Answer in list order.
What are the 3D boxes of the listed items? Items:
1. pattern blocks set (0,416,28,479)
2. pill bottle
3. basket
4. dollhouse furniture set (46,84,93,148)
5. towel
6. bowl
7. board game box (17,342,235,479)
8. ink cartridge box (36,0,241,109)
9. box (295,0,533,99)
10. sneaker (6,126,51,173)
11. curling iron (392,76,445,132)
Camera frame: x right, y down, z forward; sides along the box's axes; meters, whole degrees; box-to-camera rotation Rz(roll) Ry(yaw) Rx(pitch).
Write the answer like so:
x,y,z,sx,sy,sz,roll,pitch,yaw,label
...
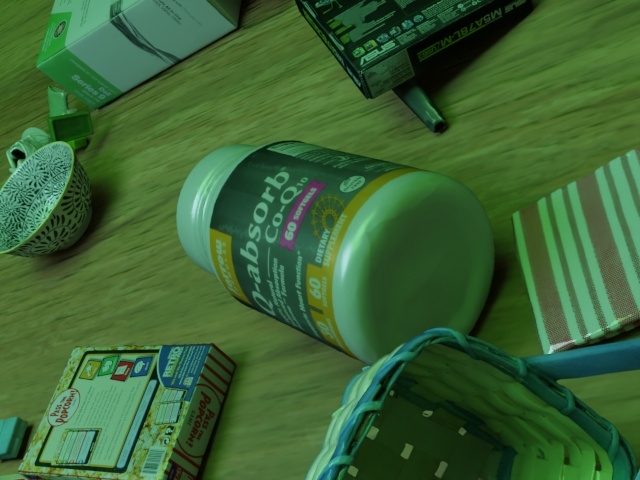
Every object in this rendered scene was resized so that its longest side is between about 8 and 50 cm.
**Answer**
x,y,z,sx,sy,sz,roll,pitch,yaw,label
-0.332,0.331,1.009,0.285,0.026,0.325,-7,55,41,pattern blocks set
0.000,0.000,0.844,0.278,0.162,0.162,18,74,50,pill bottle
0.090,0.174,0.561,0.255,0.201,0.289,-62,9,-13,basket
-0.381,-0.171,1.406,0.058,0.076,0.151,-18,26,-28,dollhouse furniture set
0.239,-0.002,0.724,0.197,0.029,0.144,-29,43,28,towel
-0.354,-0.038,1.283,0.170,0.080,0.170,-26,44,28,bowl
-0.191,0.174,0.959,0.193,0.045,0.147,-4,53,34,board game box
-0.248,-0.345,1.391,0.289,0.121,0.211,-21,47,31,ink cartridge box
0.087,-0.248,0.994,0.190,0.045,0.184,-30,46,-3,box
-0.432,-0.132,1.450,0.053,0.061,0.152,-43,38,13,sneaker
0.064,-0.195,1.027,0.035,0.068,0.274,-42,44,8,curling iron
